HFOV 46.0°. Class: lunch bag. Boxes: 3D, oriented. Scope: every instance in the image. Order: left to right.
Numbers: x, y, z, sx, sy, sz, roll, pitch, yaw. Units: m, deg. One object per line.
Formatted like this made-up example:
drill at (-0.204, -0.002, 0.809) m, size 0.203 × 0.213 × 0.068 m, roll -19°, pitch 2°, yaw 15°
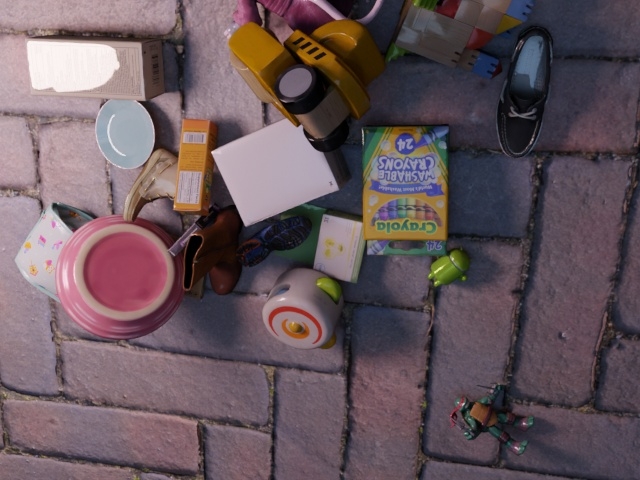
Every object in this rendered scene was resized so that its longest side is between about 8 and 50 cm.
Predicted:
lunch bag at (-0.679, 0.045, 2.063) m, size 0.262 × 0.160 × 0.223 m, roll 38°, pitch 114°, yaw -9°

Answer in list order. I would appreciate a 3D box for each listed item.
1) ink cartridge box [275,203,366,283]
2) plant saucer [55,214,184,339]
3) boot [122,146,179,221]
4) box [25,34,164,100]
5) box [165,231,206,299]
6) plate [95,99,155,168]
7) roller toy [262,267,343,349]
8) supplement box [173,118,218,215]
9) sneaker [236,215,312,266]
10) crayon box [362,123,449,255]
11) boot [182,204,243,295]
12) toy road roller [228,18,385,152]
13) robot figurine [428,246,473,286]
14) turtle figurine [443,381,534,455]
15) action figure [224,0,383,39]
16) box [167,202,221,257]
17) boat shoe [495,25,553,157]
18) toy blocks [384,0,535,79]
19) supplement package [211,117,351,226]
ink cartridge box at (0.000, 0.000, 1.944) m, size 0.235 × 0.056 × 0.171 m, roll 13°, pitch 112°, yaw 6°
plant saucer at (-0.506, 0.087, 1.940) m, size 0.332 × 0.332 × 0.084 m, roll 45°, pitch 154°, yaw -6°
boot at (-0.398, -0.116, 1.949) m, size 0.165 × 0.077 × 0.213 m, roll 28°, pitch 82°, yaw -2°
box at (-0.558, -0.432, 1.875) m, size 0.311 × 0.121 × 0.147 m, roll 6°, pitch 111°, yaw 11°
box at (-0.408, 0.061, 2.078) m, size 0.201 × 0.021 × 0.164 m, roll 17°, pitch 112°, yaw 8°
plate at (-0.503, -0.279, 1.958) m, size 0.188 × 0.024 × 0.188 m, roll 5°, pitch 103°, yaw 23°
roller toy at (-0.046, 0.183, 1.947) m, size 0.191 × 0.146 × 0.209 m, roll 11°, pitch 133°, yaw 13°
supplement box at (-0.311, -0.181, 1.883) m, size 0.080 × 0.078 × 0.233 m, roll 6°, pitch 83°, yaw 9°
sneaker at (-0.119, -0.012, 1.944) m, size 0.221 × 0.087 × 0.083 m, roll -22°, pitch 111°, yaw 22°
crayon box at (0.205, -0.113, 1.805) m, size 0.203 × 0.083 × 0.322 m, roll 0°, pitch 101°, yaw 9°
boot at (-0.270, 0.065, 1.906) m, size 0.096 × 0.280 × 0.264 m, roll 20°, pitch 113°, yaw 5°
toy road roller at (-0.015, -0.372, 1.623) m, size 0.240 × 0.202 × 0.329 m, roll -44°, pitch 55°, yaw -3°
robot figurine at (0.324, 0.066, 1.884) m, size 0.115 × 0.067 × 0.101 m, roll -42°, pitch 88°, yaw 23°
turtle figurine at (0.438, 0.460, 1.983) m, size 0.234 × 0.118 × 0.175 m, roll 28°, pitch 73°, yaw 0°
action figure at (-0.080, -0.529, 1.642) m, size 0.370 × 0.275 × 0.248 m, roll 15°, pitch 103°, yaw -18°
box at (-0.324, -0.027, 1.949) m, size 0.029 × 0.162 × 0.116 m, roll 45°, pitch 113°, yaw -6°
boat shoe at (0.455, -0.325, 1.694) m, size 0.115 × 0.091 × 0.302 m, roll 4°, pitch 111°, yaw 12°
toy blocks at (0.332, -0.519, 1.625) m, size 0.261 × 0.190 × 0.381 m, roll 19°, pitch 114°, yaw -7°
supplement package at (-0.092, -0.185, 1.840) m, size 0.262 × 0.145 × 0.204 m, roll -20°, pitch 101°, yaw 19°
